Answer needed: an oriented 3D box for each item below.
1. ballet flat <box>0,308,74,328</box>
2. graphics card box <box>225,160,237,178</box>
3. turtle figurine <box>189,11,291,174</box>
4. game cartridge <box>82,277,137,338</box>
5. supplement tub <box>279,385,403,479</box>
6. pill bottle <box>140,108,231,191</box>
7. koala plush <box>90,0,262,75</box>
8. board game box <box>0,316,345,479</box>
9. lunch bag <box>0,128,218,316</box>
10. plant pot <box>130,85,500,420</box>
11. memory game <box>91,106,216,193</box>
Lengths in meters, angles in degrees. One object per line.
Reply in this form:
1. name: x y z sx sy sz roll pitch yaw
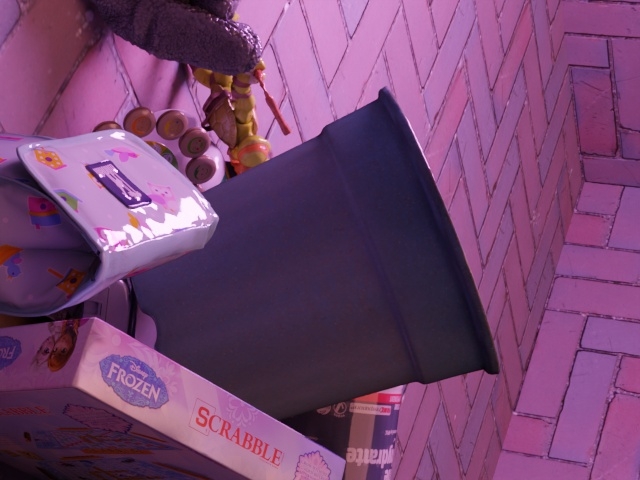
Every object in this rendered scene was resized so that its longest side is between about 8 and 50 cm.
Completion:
1. ballet flat: -0.317 0.100 1.574 0.250 0.058 0.084 7 91 -69
2. graphics card box: 0.000 0.000 2.110 0.371 0.233 0.094 43 56 -64
3. turtle figurine: -0.107 -0.158 1.859 0.269 0.087 0.217 88 -17 -58
4. game cartridge: -0.241 0.168 1.694 0.198 0.062 0.297 -82 179 -82
5. supplement tub: -0.007 0.277 1.877 0.191 0.191 0.272 14 83 -69
6. pill bottle: -0.161 -0.054 1.838 0.208 0.118 0.117 73 32 -46
7. koala plush: -0.156 -0.314 1.742 0.221 0.203 0.196 -87 -176 -65
8. board game box: -0.197 0.174 1.406 0.318 0.319 0.065 35 60 -38
9. lunch bag: -0.253 -0.020 1.418 0.223 0.262 0.160 -20 116 -65
10. plant pot: -0.020 0.046 1.687 0.341 0.334 0.341 160 -90 -90
11. memory game: -0.202 -0.068 1.710 0.186 0.012 0.186 -16 131 -19
